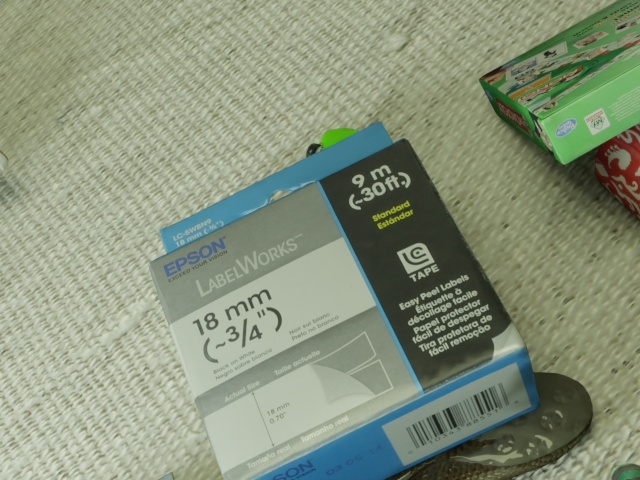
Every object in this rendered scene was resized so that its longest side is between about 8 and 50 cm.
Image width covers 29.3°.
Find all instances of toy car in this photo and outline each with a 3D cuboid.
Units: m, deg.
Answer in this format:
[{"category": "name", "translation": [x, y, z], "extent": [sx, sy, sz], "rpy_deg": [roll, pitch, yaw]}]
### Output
[{"category": "toy car", "translation": [0.000, 0.000, 1.122], "extent": [0.239, 0.053, 0.225], "rpy_deg": [7, 62, 25]}]

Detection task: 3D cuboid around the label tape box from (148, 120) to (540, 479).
[{"category": "label tape box", "translation": [-0.005, 0.034, 0.998], "extent": [0.241, 0.106, 0.333], "rpy_deg": [-26, 53, 1]}]

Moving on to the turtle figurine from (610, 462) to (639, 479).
[{"category": "turtle figurine", "translation": [0.257, 0.209, 0.847], "extent": [0.234, 0.118, 0.175], "rpy_deg": [-50, 48, -3]}]

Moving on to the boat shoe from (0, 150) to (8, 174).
[{"category": "boat shoe", "translation": [-0.457, -0.051, 1.320], "extent": [0.277, 0.098, 0.096], "rpy_deg": [-8, 56, 29]}]

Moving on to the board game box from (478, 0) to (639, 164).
[{"category": "board game box", "translation": [0.306, -0.183, 1.048], "extent": [0.317, 0.046, 0.213], "rpy_deg": [-29, 18, 3]}]

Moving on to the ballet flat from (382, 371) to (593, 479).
[{"category": "ballet flat", "translation": [0.099, 0.177, 0.972], "extent": [0.250, 0.058, 0.084], "rpy_deg": [-25, 51, 0]}]

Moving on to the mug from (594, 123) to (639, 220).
[{"category": "mug", "translation": [0.324, -0.035, 0.995], "extent": [0.169, 0.150, 0.113], "rpy_deg": [49, 129, 41]}]

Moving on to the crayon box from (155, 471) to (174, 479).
[{"category": "crayon box", "translation": [-0.185, 0.349, 0.923], "extent": [0.203, 0.083, 0.322], "rpy_deg": [-33, 50, 20]}]
